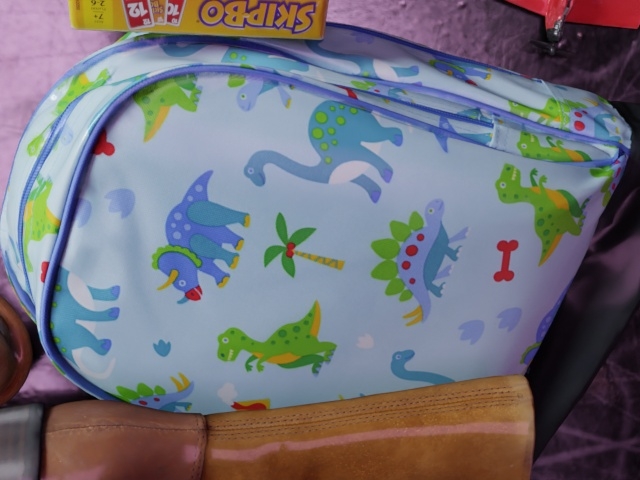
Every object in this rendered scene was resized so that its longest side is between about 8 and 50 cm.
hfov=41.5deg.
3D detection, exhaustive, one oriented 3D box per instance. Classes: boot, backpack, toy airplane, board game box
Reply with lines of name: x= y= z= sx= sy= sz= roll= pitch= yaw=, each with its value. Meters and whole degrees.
boot: x=-0.042 y=0.169 z=0.459 sx=0.280 sy=0.096 sz=0.264 roll=-2 pitch=125 yaw=-12
backpack: x=0.000 y=0.000 z=0.507 sx=0.355 sy=0.273 sz=0.290 roll=26 pitch=112 yaw=2
toy airplane: x=0.190 y=-0.213 z=0.636 sx=0.151 sy=0.028 sz=0.151 roll=-1 pitch=92 yaw=-13
board game box: x=-0.076 y=-0.192 z=0.500 sx=0.124 sy=0.259 sz=0.039 roll=0 pitch=132 yaw=-11

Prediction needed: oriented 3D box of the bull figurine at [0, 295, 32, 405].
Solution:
bull figurine: x=-0.340 y=0.078 z=0.500 sx=0.310 sy=0.101 sz=0.188 roll=-20 pitch=94 yaw=-21
